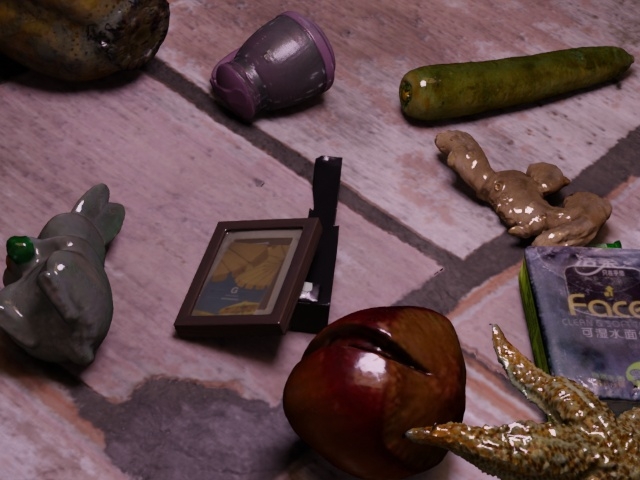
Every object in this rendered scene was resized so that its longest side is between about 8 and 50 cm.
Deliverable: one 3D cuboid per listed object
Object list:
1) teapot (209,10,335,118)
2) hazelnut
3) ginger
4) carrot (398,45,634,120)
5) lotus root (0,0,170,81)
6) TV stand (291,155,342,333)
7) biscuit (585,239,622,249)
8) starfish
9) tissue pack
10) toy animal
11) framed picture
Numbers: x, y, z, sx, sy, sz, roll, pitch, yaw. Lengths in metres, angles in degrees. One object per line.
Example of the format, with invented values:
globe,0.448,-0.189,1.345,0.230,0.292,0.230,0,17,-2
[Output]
teapot,-0.072,-0.227,1.956,0.146,0.116,0.148,-33,59,-23
hazelnut,0.061,0.152,1.535,0.178,0.178,0.204,20,44,14
ginger,0.249,-0.064,1.865,0.149,0.065,0.258,-11,38,-37
carrot,0.269,-0.215,2.024,0.358,0.074,0.074,-11,45,-23
lotus root,-0.357,-0.345,1.962,0.346,0.250,0.250,30,47,16
TV stand,0.000,0.000,1.764,0.040,0.049,0.256,6,43,2
biscuit,0.319,0.019,1.812,0.089,0.016,0.046,0,41,-9
starfish,0.278,0.202,1.460,0.358,0.078,0.347,-32,69,-36
tissue pack,0.319,0.108,1.674,0.173,0.073,0.235,4,43,-6
toy animal,-0.276,0.030,1.664,0.125,0.127,0.251,-2,28,7
framed picture,-0.078,0.040,1.689,0.128,0.023,0.168,-3,42,22
